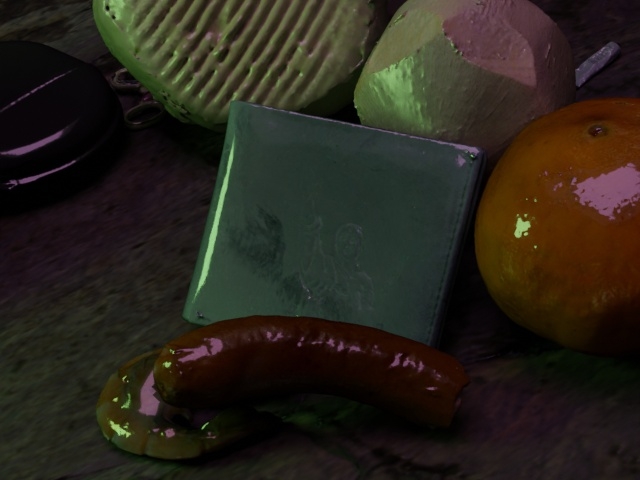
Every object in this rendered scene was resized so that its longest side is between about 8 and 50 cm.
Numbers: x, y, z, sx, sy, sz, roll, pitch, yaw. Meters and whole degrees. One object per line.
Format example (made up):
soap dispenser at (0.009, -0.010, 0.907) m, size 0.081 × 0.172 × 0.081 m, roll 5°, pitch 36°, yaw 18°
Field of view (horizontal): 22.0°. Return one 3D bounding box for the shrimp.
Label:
shrimp at (-0.105, 0.156, 1.643) m, size 0.254 × 0.059 × 0.145 m, roll -2°, pitch 42°, yaw 12°

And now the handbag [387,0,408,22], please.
handbag at (0.150, -0.337, 2.149) m, size 0.182 × 0.117 × 0.270 m, roll 6°, pitch 42°, yaw 33°

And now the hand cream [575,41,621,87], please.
hand cream at (0.337, -0.215, 2.026) m, size 0.093 × 0.019 × 0.030 m, roll -38°, pitch 47°, yaw -20°

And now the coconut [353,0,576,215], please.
coconut at (0.157, -0.153, 1.810) m, size 0.244 × 0.245 × 0.247 m, roll 3°, pitch 33°, yaw 18°

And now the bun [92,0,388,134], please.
bun at (-0.090, -0.295, 2.021) m, size 0.359 × 0.360 × 0.211 m, roll -14°, pitch 7°, yaw -3°

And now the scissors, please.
scissors at (-0.176, -0.204, 2.138) m, size 0.187 × 0.020 × 0.134 m, roll -15°, pitch 45°, yaw -4°

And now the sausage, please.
sausage at (-0.008, 0.123, 1.583) m, size 0.302 × 0.076 × 0.103 m, roll 6°, pitch 53°, yaw -4°

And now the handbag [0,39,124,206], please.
handbag at (-0.393, -0.150, 2.069) m, size 0.308 × 0.093 × 0.254 m, roll 26°, pitch 51°, yaw 38°

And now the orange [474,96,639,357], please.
orange at (0.289, -0.018, 1.625) m, size 0.283 × 0.226 × 0.284 m, roll -11°, pitch 32°, yaw 7°

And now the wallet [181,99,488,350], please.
wallet at (0.010, -0.003, 1.709) m, size 0.290 × 0.054 × 0.251 m, roll 14°, pitch 87°, yaw 20°
